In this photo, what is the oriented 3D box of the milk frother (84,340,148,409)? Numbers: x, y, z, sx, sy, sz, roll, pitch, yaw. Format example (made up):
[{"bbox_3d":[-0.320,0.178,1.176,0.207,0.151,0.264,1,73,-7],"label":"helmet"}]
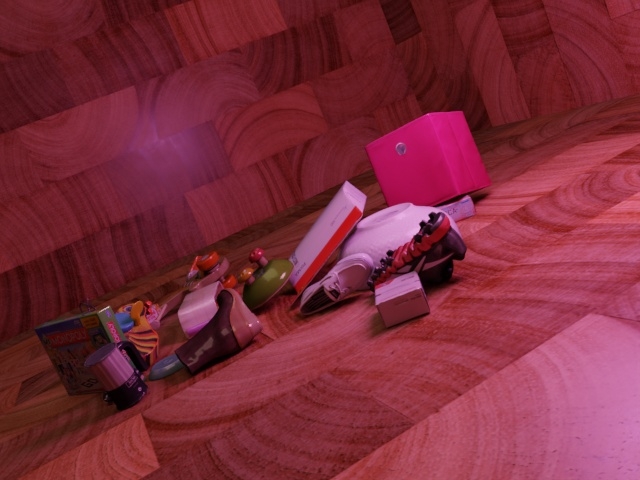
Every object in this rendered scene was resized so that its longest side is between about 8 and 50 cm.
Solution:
[{"bbox_3d":[-0.494,0.316,1.503,0.143,0.134,0.129,-24,18,15],"label":"milk frother"}]

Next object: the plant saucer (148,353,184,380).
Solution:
[{"bbox_3d":[-0.385,0.315,1.629,0.119,0.021,0.119,-22,11,4],"label":"plant saucer"}]

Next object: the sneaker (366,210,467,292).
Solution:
[{"bbox_3d":[0.218,0.058,1.436,0.276,0.135,0.097,-44,8,39],"label":"sneaker"}]

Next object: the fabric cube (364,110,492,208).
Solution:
[{"bbox_3d":[0.338,-0.233,2.012,0.254,0.258,0.259,-23,-3,38],"label":"fabric cube"}]

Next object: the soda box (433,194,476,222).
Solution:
[{"bbox_3d":[0.364,-0.075,1.899,0.183,0.058,0.063,-21,10,6],"label":"soda box"}]

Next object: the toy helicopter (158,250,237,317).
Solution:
[{"bbox_3d":[-0.481,0.172,2.304,0.355,0.140,0.235,-37,19,-9],"label":"toy helicopter"}]

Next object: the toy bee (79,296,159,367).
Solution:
[{"bbox_3d":[-0.526,0.229,1.805,0.162,0.298,0.195,-26,-23,-38],"label":"toy bee"}]

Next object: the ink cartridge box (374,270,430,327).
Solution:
[{"bbox_3d":[0.167,0.120,1.323,0.099,0.056,0.135,-22,10,9],"label":"ink cartridge box"}]

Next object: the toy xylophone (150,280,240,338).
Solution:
[{"bbox_3d":[-0.384,0.215,1.975,0.236,0.081,0.322,-22,10,7],"label":"toy xylophone"}]

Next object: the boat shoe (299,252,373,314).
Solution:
[{"bbox_3d":[0.039,0.117,1.548,0.226,0.083,0.076,-41,14,32],"label":"boat shoe"}]

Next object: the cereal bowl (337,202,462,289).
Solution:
[{"bbox_3d":[0.190,-0.003,1.683,0.339,0.141,0.339,-23,10,4],"label":"cereal bowl"}]

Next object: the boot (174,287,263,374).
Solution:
[{"bbox_3d":[-0.275,0.219,1.598,0.207,0.090,0.248,-30,27,-17],"label":"boot"}]

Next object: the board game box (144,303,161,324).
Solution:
[{"bbox_3d":[-0.641,0.294,2.144,0.147,0.045,0.193,-14,24,40],"label":"board game box"}]

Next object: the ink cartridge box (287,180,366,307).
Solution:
[{"bbox_3d":[0.000,0.000,1.832,0.308,0.091,0.385,-52,2,15],"label":"ink cartridge box"}]

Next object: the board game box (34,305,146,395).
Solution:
[{"bbox_3d":[-0.609,0.296,1.679,0.317,0.213,0.046,-16,13,38],"label":"board game box"}]

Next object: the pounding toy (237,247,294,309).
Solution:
[{"bbox_3d":[-0.197,0.110,1.825,0.237,0.110,0.183,-38,15,16],"label":"pounding toy"}]
